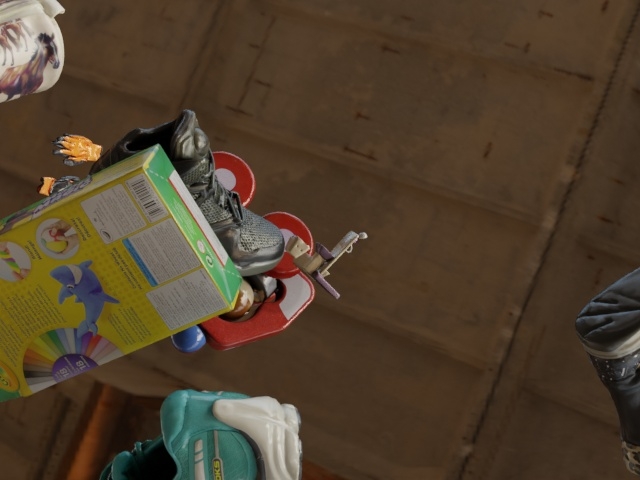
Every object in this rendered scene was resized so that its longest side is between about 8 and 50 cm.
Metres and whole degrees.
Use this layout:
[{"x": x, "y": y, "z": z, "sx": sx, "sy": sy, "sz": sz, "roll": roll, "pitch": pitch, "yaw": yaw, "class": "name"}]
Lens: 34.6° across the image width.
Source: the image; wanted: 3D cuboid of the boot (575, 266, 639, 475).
[{"x": 0.347, "y": 0.093, "z": 0.945, "sx": 0.236, "sy": 0.178, "sz": 0.085, "roll": -30, "pitch": -153, "yaw": -17, "class": "boot"}]

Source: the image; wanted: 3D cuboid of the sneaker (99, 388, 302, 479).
[{"x": -0.109, "y": 0.186, "z": 0.754, "sx": 0.107, "sy": 0.110, "sz": 0.275, "roll": -90, "pitch": -155, "yaw": -43, "class": "sneaker"}]

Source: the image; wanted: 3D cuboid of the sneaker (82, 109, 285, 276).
[{"x": -0.112, "y": -0.044, "z": 1.016, "sx": 0.130, "sy": 0.228, "sz": 0.087, "roll": -50, "pitch": -147, "yaw": 28, "class": "sneaker"}]

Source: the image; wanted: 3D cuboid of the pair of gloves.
[{"x": -0.289, "y": -0.082, "z": 1.195, "sx": 0.010, "sy": 0.074, "sz": 0.083, "roll": 20, "pitch": -88, "yaw": 34, "class": "pair of gloves"}]

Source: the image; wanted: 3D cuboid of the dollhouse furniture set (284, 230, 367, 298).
[{"x": 0.000, "y": 0.000, "z": 1.245, "sx": 0.081, "sy": 0.091, "sz": 0.114, "roll": -47, "pitch": -159, "yaw": -5, "class": "dollhouse furniture set"}]

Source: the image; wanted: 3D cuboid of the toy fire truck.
[{"x": -0.170, "y": 0.036, "z": 1.532, "sx": 0.302, "sy": 0.169, "sz": 0.254, "roll": 46, "pitch": -119, "yaw": 0, "class": "toy fire truck"}]

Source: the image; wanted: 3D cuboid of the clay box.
[{"x": -0.186, "y": 0.031, "z": 0.772, "sx": 0.222, "sy": 0.053, "sz": 0.127, "roll": -22, "pitch": -68, "yaw": 17, "class": "clay box"}]

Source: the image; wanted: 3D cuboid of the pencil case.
[{"x": -0.539, "y": -0.236, "z": 1.360, "sx": 0.183, "sy": 0.410, "sz": 0.159, "roll": -32, "pitch": -94, "yaw": 46, "class": "pencil case"}]
